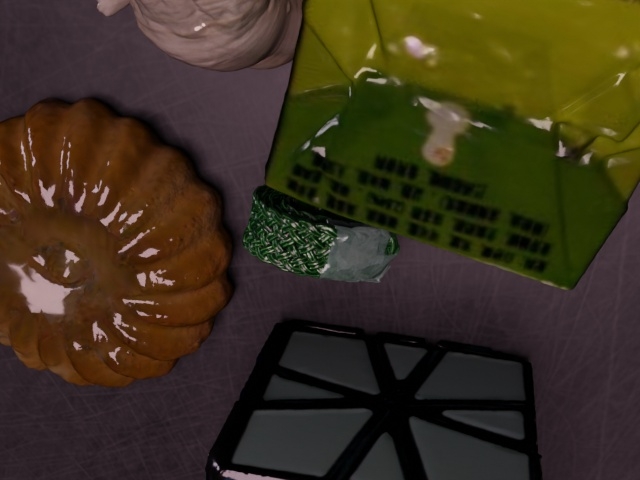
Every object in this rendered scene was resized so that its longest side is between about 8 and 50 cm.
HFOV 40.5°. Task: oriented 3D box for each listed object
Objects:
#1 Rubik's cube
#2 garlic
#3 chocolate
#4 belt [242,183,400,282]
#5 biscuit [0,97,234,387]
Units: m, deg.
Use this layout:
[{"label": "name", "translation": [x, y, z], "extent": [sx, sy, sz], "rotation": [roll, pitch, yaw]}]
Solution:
[{"label": "Rubik's cube", "translation": [0.053, 0.273, 0.849], "extent": [0.288, 0.293, 0.283], "rotation": [8, 110, 10]}, {"label": "garlic", "translation": [-0.118, -0.237, 0.735], "extent": [0.212, 0.218, 0.218], "rotation": [-6, 110, 28]}, {"label": "chocolate", "translation": [0.130, -0.137, 0.721], "extent": [0.301, 0.137, 0.289], "rotation": [19, 132, 3]}, {"label": "belt", "translation": [0.000, 0.000, 0.844], "extent": [0.151, 0.121, 0.079], "rotation": [12, 111, 2]}, {"label": "biscuit", "translation": [-0.255, 0.014, 0.917], "extent": [0.325, 0.107, 0.326], "rotation": [4, 109, 13]}]
